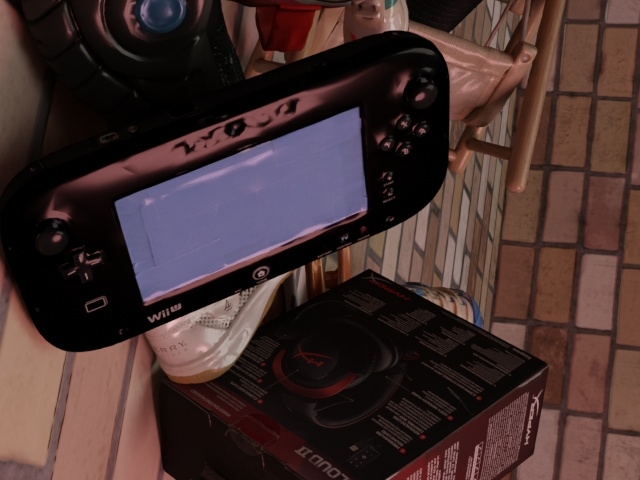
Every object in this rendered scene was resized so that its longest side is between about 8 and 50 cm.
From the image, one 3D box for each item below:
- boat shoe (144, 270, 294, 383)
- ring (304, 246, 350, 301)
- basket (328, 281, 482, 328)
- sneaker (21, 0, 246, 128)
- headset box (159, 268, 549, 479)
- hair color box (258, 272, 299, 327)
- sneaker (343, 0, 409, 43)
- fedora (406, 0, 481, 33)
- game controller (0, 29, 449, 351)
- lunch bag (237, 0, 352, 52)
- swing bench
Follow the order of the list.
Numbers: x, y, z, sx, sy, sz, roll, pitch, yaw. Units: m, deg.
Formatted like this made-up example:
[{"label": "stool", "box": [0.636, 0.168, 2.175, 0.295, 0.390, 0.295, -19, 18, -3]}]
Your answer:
[{"label": "boat shoe", "box": [-0.071, -0.008, 1.000, 0.096, 0.098, 0.277, 60, 39, -33]}, {"label": "ring", "box": [0.000, 0.000, 1.258, 0.336, 0.032, 0.336, -4, 90, -82]}, {"label": "basket", "box": [0.115, 0.178, 1.497, 0.289, 0.201, 0.255, 27, 67, -62]}, {"label": "sneaker", "box": [-0.125, -0.144, 0.818, 0.139, 0.125, 0.341, -108, -177, -48]}, {"label": "headset box", "box": [0.019, 0.159, 0.997, 0.293, 0.218, 0.110, -26, 131, -39]}, {"label": "hair color box", "box": [-0.057, 0.079, 1.154, 0.093, 0.053, 0.167, -67, 154, -48]}, {"label": "sneaker", "box": [0.036, -0.211, 0.911, 0.075, 0.057, 0.161, 1, 99, -61]}, {"label": "fedora", "box": [0.092, -0.314, 1.305, 0.152, 0.334, 0.334, -55, 176, 25]}, {"label": "game controller", "box": [-0.053, -0.031, 0.789, 0.067, 0.319, 0.166, 51, -22, 48]}, {"label": "lunch bag", "box": [-0.031, -0.271, 0.861, 0.293, 0.120, 0.258, -131, -138, -73]}, {"label": "swing bench", "box": [0.094, -0.208, 1.066, 0.254, 0.253, 0.165, -70, -160, 5]}]
